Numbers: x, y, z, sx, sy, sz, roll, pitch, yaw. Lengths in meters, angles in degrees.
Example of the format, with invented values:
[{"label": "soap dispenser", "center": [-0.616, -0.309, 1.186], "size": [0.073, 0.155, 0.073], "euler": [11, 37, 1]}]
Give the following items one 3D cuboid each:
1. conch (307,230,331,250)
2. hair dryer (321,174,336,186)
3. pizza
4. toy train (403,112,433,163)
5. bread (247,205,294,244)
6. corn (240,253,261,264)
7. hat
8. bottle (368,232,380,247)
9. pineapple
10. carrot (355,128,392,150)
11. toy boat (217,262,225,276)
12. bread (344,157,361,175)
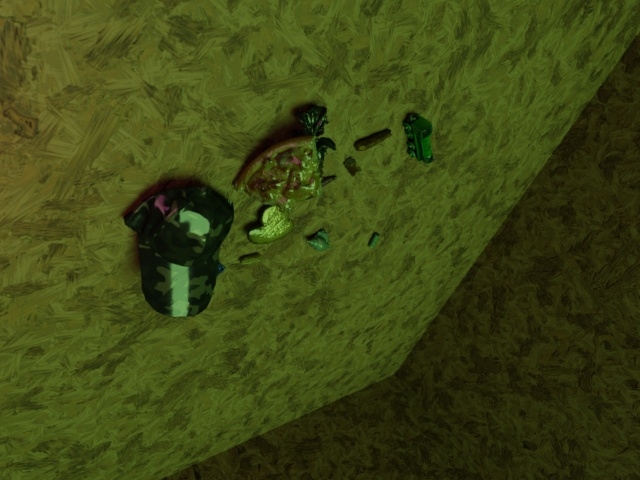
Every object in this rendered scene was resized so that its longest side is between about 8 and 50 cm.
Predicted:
[{"label": "conch", "center": [-0.006, 0.003, 1.904], "size": [0.065, 0.088, 0.180], "euler": [-9, 171, 32]}, {"label": "hair dryer", "center": [0.002, -0.227, 1.668], "size": [0.154, 0.054, 0.106], "euler": [-21, 138, -45]}, {"label": "pizza", "center": [-0.114, -0.191, 1.404], "size": [0.324, 0.089, 0.223], "euler": [-28, 111, 22]}, {"label": "toy train", "center": [0.410, -0.409, 1.802], "size": [0.085, 0.119, 0.251], "euler": [-40, 145, -5]}, {"label": "bread", "center": [-0.195, -0.066, 1.630], "size": [0.188, 0.065, 0.149], "euler": [-27, 133, -17]}, {"label": "corn", "center": [-0.272, 0.074, 1.725], "size": [0.093, 0.037, 0.037], "euler": [-9, 135, -36]}, {"label": "hat", "center": [-0.394, 0.044, 1.366], "size": [0.367, 0.380, 0.258], "euler": [-9, 176, -42]}, {"label": "bottle", "center": [0.266, 0.000, 2.193], "size": [0.030, 0.030, 0.083], "euler": [-9, 135, -40]}, {"label": "pineapple", "center": [-0.037, -0.291, 1.468], "size": [0.171, 0.141, 0.309], "euler": [4, 123, -12]}, {"label": "carrot", "center": [0.207, -0.386, 1.694], "size": [0.171, 0.042, 0.042], "euler": [-30, 145, -24]}, {"label": "toy boat", "center": [-0.402, 0.109, 1.566], "size": [0.091, 0.110, 0.175], "euler": [-43, 145, 6]}, {"label": "bread", "center": [0.126, -0.287, 1.724], "size": [0.047, 0.036, 0.083], "euler": [-30, 148, 9]}]
